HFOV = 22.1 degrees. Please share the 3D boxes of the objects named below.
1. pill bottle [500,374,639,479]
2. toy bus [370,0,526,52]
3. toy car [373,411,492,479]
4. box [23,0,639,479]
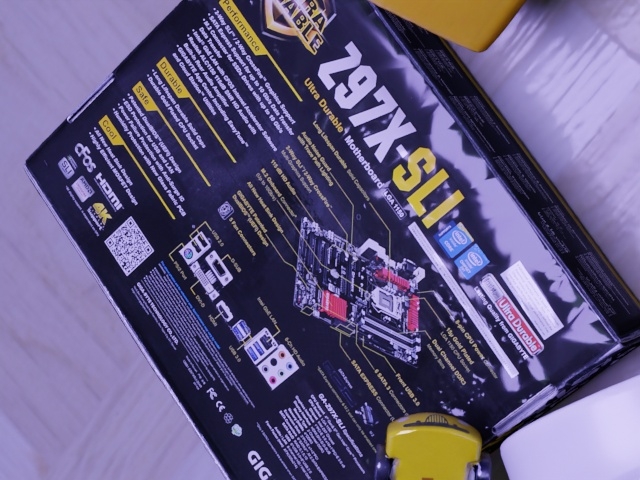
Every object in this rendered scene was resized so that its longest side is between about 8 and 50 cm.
[{"bbox_3d":[0.234,0.236,0.785,0.210,0.210,0.363,-29,73,28],"label":"pill bottle"},{"bbox_3d":[0.125,-0.269,0.823,0.332,0.108,0.130,-54,30,24],"label":"toy bus"},{"bbox_3d":[0.071,0.205,0.926,0.225,0.053,0.239,32,121,-16],"label":"toy car"},{"bbox_3d":[0.000,0.000,0.973,0.257,0.079,0.322,-41,76,24],"label":"box"}]
